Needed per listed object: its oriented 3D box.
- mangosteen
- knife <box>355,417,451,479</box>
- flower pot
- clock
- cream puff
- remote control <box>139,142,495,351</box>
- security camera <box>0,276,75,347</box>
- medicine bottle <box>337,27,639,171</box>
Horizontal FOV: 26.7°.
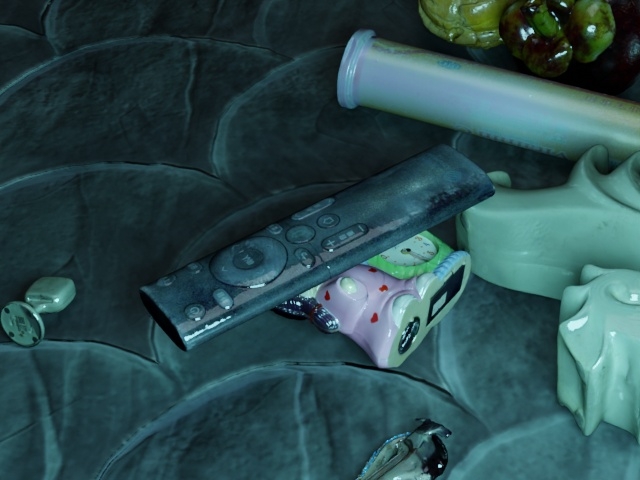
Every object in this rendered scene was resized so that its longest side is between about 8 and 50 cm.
[{"bbox_3d":[0.326,-0.269,1.741,0.194,0.194,0.230,26,20,29],"label":"mangosteen"},{"bbox_3d":[-0.009,0.279,1.214,0.365,0.043,0.089,-35,17,-31],"label":"knife"},{"bbox_3d":[0.318,0.033,1.414,0.254,0.165,0.368,-18,42,-11],"label":"flower pot"},{"bbox_3d":[0.040,0.038,1.461,0.195,0.100,0.194,24,41,23],"label":"clock"},{"bbox_3d":[0.228,-0.341,1.894,0.189,0.129,0.189,-6,45,5],"label":"cream puff"},{"bbox_3d":[0.000,0.000,1.396,0.377,0.044,0.107,-26,36,-20],"label":"remote control"},{"bbox_3d":[-0.301,0.071,1.466,0.058,0.058,0.092,15,31,18],"label":"security camera"},{"bbox_3d":[0.236,-0.168,1.709,0.426,0.108,0.108,17,42,17],"label":"medicine bottle"}]
